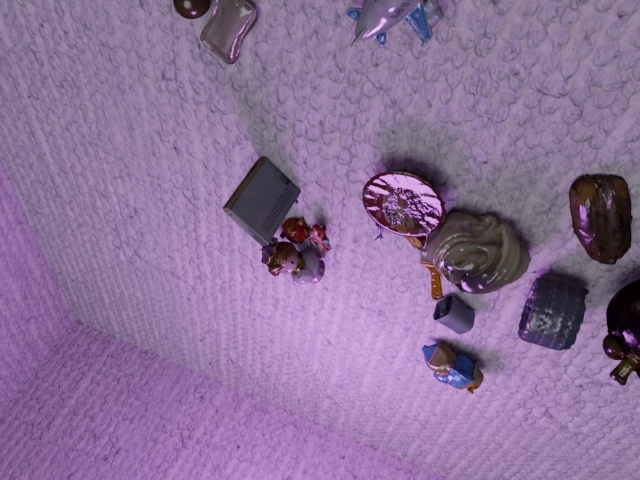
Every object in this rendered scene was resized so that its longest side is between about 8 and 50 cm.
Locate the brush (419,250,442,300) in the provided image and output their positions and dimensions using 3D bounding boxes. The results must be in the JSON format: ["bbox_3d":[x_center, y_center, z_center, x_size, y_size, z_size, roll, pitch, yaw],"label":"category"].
[{"bbox_3d":[0.415,0.134,2.182,0.103,0.013,0.272,10,140,23],"label":"brush"}]

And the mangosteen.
[{"bbox_3d":[0.961,0.253,1.745,0.293,0.297,0.297,-14,133,3],"label":"mangosteen"}]

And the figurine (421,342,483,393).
[{"bbox_3d":[0.536,0.513,2.458,0.262,0.154,0.180,31,155,25],"label":"figurine"}]

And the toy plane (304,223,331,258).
[{"bbox_3d":[0.001,0.006,2.229,0.077,0.126,0.194,-18,127,10],"label":"toy plane"}]

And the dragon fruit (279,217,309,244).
[{"bbox_3d":[-0.098,-0.026,2.277,0.126,0.068,0.112,-11,130,40],"label":"dragon fruit"}]

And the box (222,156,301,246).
[{"bbox_3d":[-0.190,-0.131,2.047,0.211,0.270,0.045,42,142,-20],"label":"box"}]

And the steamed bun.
[{"bbox_3d":[0.478,0.054,1.897,0.319,0.206,0.275,-6,129,32],"label":"steamed bun"}]

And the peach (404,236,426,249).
[{"bbox_3d":[0.323,-0.016,2.022,0.098,0.061,0.098,41,170,9],"label":"peach"}]

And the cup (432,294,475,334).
[{"bbox_3d":[0.483,0.281,2.235,0.129,0.095,0.128,34,141,-16],"label":"cup"}]

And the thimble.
[{"bbox_3d":[0.748,0.234,1.945,0.172,0.205,0.237,14,116,12],"label":"thimble"}]

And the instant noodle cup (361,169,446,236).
[{"bbox_3d":[0.269,-0.138,1.896,0.273,0.091,0.274,17,141,14],"label":"instant noodle cup"}]

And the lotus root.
[{"bbox_3d":[0.786,-0.037,1.701,0.167,0.078,0.330,-1,134,35],"label":"lotus root"}]

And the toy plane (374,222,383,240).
[{"bbox_3d":[0.200,-0.062,2.069,0.062,0.054,0.167,35,150,36],"label":"toy plane"}]

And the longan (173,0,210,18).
[{"bbox_3d":[-0.357,-0.665,1.687,0.113,0.092,0.113,-10,170,-2],"label":"longan"}]

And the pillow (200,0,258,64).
[{"bbox_3d":[-0.266,-0.610,1.732,0.130,0.038,0.232,38,141,-7],"label":"pillow"}]

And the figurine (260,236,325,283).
[{"bbox_3d":[-0.113,0.080,2.302,0.263,0.189,0.142,23,108,-34],"label":"figurine"}]

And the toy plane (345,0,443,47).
[{"bbox_3d":[0.165,-0.570,1.442,0.266,0.123,0.267,15,139,14],"label":"toy plane"}]
